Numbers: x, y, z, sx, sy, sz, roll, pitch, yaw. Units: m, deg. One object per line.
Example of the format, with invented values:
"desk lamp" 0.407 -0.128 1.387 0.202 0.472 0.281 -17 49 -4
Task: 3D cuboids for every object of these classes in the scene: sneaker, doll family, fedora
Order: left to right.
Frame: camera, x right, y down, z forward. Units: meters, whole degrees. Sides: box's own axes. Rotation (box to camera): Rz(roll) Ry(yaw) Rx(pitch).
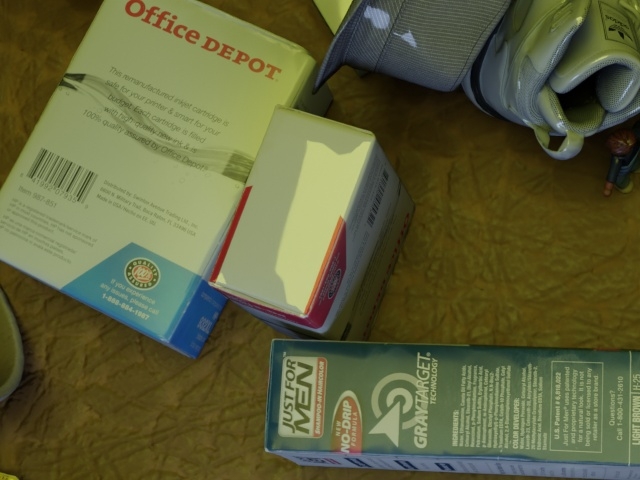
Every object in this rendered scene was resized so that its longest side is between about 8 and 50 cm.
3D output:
"fedora" 0.105 -0.229 1.319 0.124 0.243 0.275 25 72 0
"sneaker" 0.269 -0.243 1.346 0.137 0.210 0.365 23 108 -23
"doll family" 0.316 -0.126 1.408 0.076 0.111 0.193 13 80 12

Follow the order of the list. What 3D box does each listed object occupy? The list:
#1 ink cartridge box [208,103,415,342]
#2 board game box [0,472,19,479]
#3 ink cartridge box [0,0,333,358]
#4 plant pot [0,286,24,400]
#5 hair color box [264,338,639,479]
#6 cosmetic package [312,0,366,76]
"ink cartridge box" 0.000 0.000 1.371 0.100 0.237 0.172 18 81 16
"board game box" -0.379 0.345 1.462 0.124 0.039 0.259 13 83 12
"ink cartridge box" -0.158 -0.073 1.469 0.223 0.129 0.307 26 83 14
"plant pot" -0.509 0.105 1.414 0.305 0.334 0.333 -38 74 11
"hair color box" 0.137 0.153 1.344 0.347 0.174 0.105 1 77 10
"cosmetic package" 0.063 -0.399 1.522 0.284 0.097 0.377 -31 75 4
